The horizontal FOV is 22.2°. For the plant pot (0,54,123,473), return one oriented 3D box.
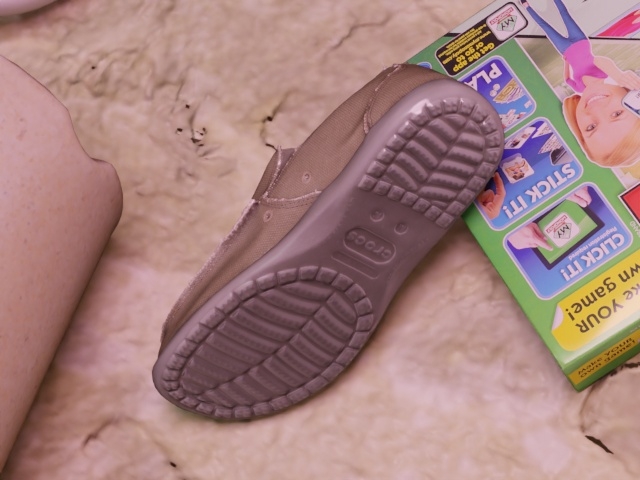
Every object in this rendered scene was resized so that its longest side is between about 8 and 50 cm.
[{"bbox_3d":[-0.275,0.043,0.897,0.334,0.334,0.305,19,65,27],"label":"plant pot"}]

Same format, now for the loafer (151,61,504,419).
[{"bbox_3d":[0.000,0.000,0.905,0.251,0.094,0.087,-45,32,16],"label":"loafer"}]

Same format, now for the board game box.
[{"bbox_3d":[0.215,-0.092,0.891,0.317,0.046,0.213,-34,60,5],"label":"board game box"}]

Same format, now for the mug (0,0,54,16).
[{"bbox_3d":[-0.282,-0.308,1.074,0.374,0.276,0.328,40,78,0],"label":"mug"}]
